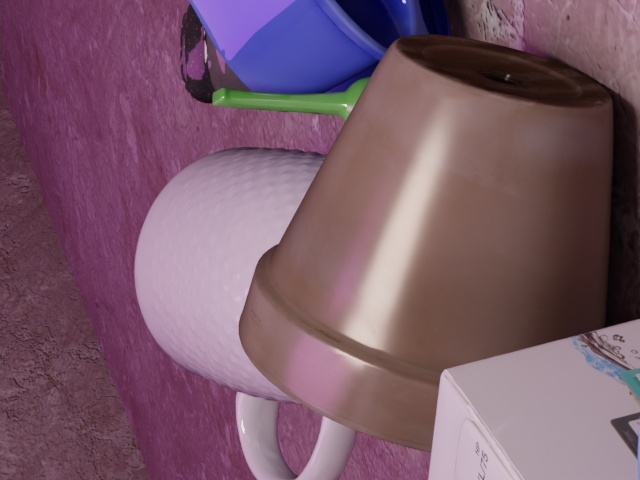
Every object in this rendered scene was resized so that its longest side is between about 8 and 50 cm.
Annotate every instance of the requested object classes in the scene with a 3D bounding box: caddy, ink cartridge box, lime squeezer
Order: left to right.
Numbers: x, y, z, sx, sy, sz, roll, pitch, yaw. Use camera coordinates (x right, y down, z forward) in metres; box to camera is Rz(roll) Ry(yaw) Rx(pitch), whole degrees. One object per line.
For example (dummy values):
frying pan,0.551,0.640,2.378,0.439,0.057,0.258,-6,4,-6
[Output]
caddy,-0.009,-0.286,1.571,0.179,0.241,0.341,-34,81,31
lime squeezer,0.059,-0.098,1.529,0.110,0.310,0.058,-40,47,39
ink cartridge box,0.236,0.191,1.175,0.197,0.270,0.198,-123,28,-45

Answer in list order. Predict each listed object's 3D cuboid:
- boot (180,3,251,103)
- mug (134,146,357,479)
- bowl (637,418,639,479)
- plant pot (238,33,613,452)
boot,-0.055,-0.316,1.865,0.223,0.118,0.338,3,106,39
mug,-0.017,0.090,1.772,0.328,0.276,0.374,9,93,60
bowl,0.356,0.144,0.889,0.391,0.077,0.391,10,104,43
plant pot,0.114,-0.014,1.395,0.323,0.323,0.280,46,128,56
